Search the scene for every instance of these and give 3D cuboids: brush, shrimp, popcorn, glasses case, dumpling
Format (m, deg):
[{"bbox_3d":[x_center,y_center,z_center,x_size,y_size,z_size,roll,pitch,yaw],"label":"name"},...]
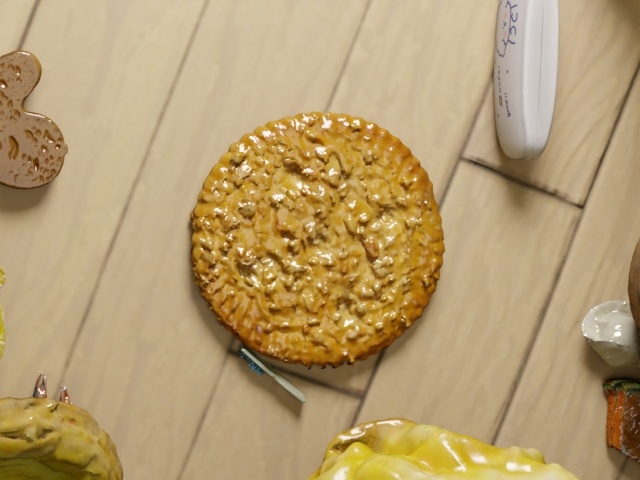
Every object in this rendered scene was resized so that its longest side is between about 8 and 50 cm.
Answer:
[{"bbox_3d":[-0.047,0.130,1.579,0.084,0.016,0.013,40,100,-14],"label":"brush"},{"bbox_3d":[-0.254,0.172,1.530,0.038,0.029,0.092,9,91,-13],"label":"shrimp"},{"bbox_3d":[0.104,0.347,1.509,0.349,0.381,0.349,4,55,-6],"label":"popcorn"},{"bbox_3d":[0.196,-0.175,1.565,0.049,0.076,0.197,0,98,-15],"label":"glasses case"},{"bbox_3d":[0.300,0.095,1.646,0.076,0.057,0.052,7,135,11],"label":"dumpling"}]

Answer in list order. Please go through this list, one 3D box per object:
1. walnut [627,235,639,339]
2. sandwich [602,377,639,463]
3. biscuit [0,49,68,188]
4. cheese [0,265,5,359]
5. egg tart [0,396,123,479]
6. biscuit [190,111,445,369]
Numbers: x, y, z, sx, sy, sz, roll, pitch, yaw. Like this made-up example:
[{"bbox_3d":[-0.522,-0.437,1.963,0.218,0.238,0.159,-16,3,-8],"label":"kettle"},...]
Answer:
[{"bbox_3d":[0.463,0.061,1.525,0.381,0.381,0.381,-2,98,-13],"label":"walnut"},{"bbox_3d":[0.325,0.188,1.667,0.069,0.026,0.101,-7,99,-13],"label":"sandwich"},{"bbox_3d":[-0.315,-0.126,1.475,0.205,0.031,0.138,43,87,-14],"label":"biscuit"},{"bbox_3d":[-0.393,0.105,1.469,0.177,0.069,0.270,42,96,-10],"label":"cheese"},{"bbox_3d":[-0.329,0.266,1.435,0.345,0.132,0.345,-21,129,-28],"label":"egg tart"},{"bbox_3d":[0.000,0.000,1.563,0.254,0.035,0.254,-2,97,-13],"label":"biscuit"}]
